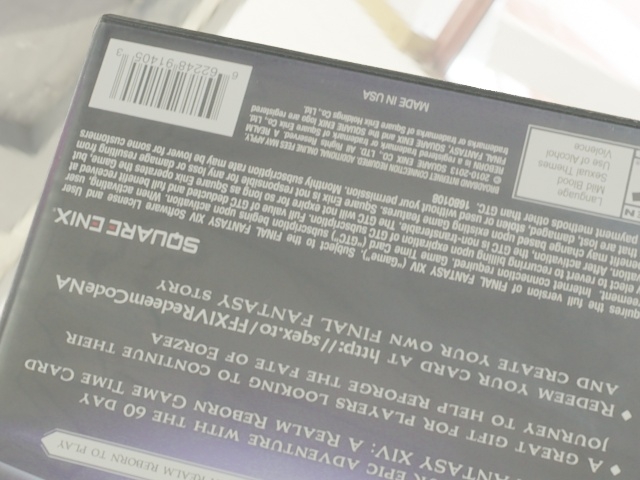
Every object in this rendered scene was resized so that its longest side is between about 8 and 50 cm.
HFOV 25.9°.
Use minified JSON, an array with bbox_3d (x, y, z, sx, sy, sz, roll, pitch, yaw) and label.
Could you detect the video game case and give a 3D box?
[{"bbox_3d":[-0.009,0.079,0.391,0.196,0.274,0.026,13,166,9],"label":"video game case"}]
